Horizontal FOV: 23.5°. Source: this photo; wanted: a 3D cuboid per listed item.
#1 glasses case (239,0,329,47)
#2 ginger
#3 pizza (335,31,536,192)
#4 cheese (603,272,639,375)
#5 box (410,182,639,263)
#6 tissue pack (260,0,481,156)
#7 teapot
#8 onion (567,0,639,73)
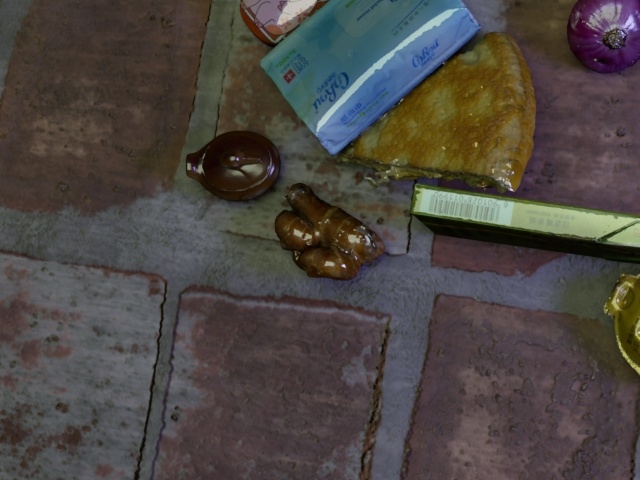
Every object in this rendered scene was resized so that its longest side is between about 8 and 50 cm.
[{"bbox_3d":[0.005,-0.375,2.113,0.266,0.067,0.103,-42,75,5],"label":"glasses case"},{"bbox_3d":[0.000,0.000,2.051,0.162,0.073,0.103,36,77,23],"label":"ginger"},{"bbox_3d":[0.152,-0.148,2.021,0.287,0.075,0.280,-12,50,31],"label":"pizza"},{"bbox_3d":[0.474,0.121,1.911,0.250,0.064,0.157,27,89,8],"label":"cheese"},{"bbox_3d":[0.279,-0.017,1.926,0.311,0.173,0.043,8,84,15],"label":"box"},{"bbox_3d":[0.062,-0.261,2.047,0.263,0.089,0.177,-41,53,6],"label":"tissue pack"},{"bbox_3d":[-0.119,-0.104,2.093,0.129,0.078,0.098,0,80,15],"label":"teapot"},{"bbox_3d":[0.374,-0.276,1.993,0.115,0.115,0.104,-28,30,8],"label":"onion"}]
